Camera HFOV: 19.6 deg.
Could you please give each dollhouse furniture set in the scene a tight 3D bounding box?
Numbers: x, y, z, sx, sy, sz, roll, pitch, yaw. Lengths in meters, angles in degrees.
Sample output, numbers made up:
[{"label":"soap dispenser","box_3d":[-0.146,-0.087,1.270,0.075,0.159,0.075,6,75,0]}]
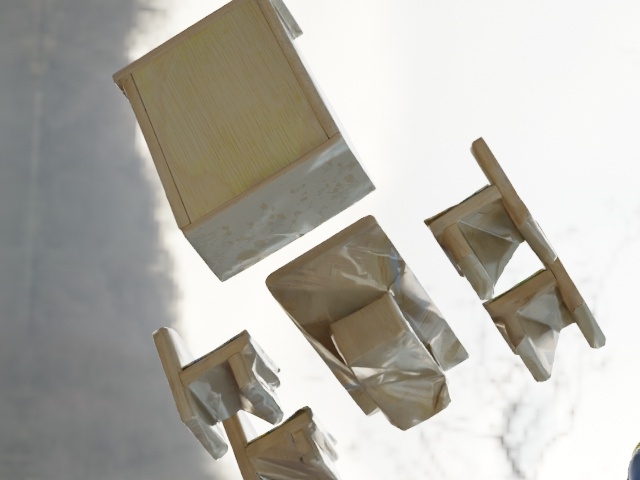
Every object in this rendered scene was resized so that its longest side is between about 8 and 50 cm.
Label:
[{"label":"dollhouse furniture set","box_3d":[0.000,0.000,1.713,0.394,0.362,0.256,54,7,-42]}]

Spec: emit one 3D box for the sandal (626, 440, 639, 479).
[{"label":"sandal","box_3d":[0.321,0.293,1.471,0.317,0.126,0.138,67,25,-21]}]
